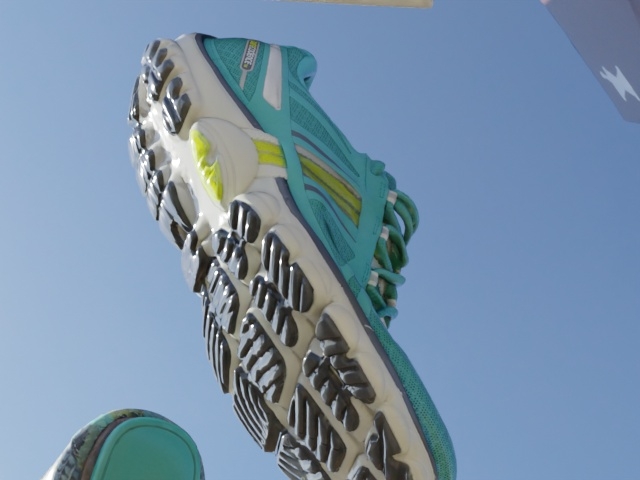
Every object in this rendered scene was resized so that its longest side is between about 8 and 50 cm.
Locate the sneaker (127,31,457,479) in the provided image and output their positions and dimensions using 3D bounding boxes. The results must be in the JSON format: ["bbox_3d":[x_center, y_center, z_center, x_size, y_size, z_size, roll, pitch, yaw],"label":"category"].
[{"bbox_3d":[0.000,0.000,0.516,0.110,0.275,0.107,-8,-36,-26],"label":"sneaker"}]

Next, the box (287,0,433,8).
[{"bbox_3d":[-0.001,-0.274,0.817,0.181,0.119,0.181,3,-59,2],"label":"box"}]

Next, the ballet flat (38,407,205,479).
[{"bbox_3d":[-0.080,0.143,0.341,0.070,0.188,0.070,12,-30,7],"label":"ballet flat"}]

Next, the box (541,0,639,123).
[{"bbox_3d":[0.166,-0.160,0.375,0.203,0.167,0.168,-38,-79,0],"label":"box"}]
